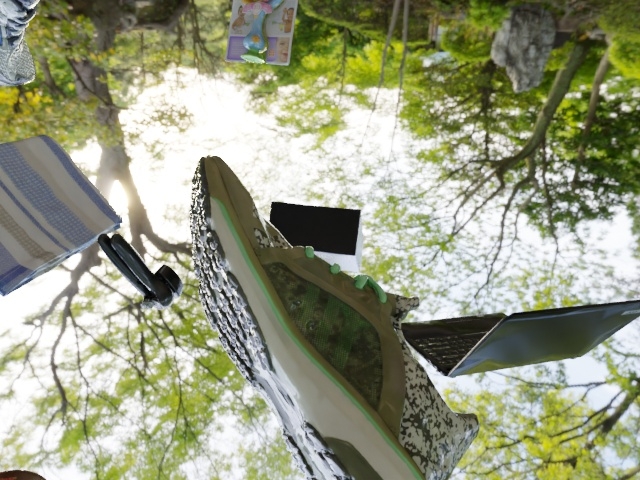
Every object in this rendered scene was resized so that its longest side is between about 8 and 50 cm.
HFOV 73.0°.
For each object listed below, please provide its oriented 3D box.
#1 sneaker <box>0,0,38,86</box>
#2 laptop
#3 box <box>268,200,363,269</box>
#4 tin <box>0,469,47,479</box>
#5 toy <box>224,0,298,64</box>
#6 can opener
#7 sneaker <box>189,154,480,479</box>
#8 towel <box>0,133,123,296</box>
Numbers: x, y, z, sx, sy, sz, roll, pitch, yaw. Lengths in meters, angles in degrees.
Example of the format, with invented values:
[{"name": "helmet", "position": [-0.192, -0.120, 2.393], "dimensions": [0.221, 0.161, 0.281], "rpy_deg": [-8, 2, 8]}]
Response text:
[{"name": "sneaker", "position": [-0.200, -0.144, 0.265], "dimensions": [0.058, 0.135, 0.052], "rpy_deg": [-3, -109, -12]}, {"name": "laptop", "position": [0.267, 0.110, 0.629], "dimensions": [0.235, 0.136, 0.264], "rpy_deg": [-2, -167, -18]}, {"name": "box", "position": [0.000, 0.000, 0.972], "dimensions": [0.185, 0.103, 0.261], "rpy_deg": [4, 169, 8]}, {"name": "tin", "position": [-0.430, 0.408, 0.602], "dimensions": [0.106, 0.189, 0.040], "rpy_deg": [-6, -162, -26]}, {"name": "toy", "position": [-0.103, -0.426, 0.728], "dimensions": [0.137, 0.236, 0.056], "rpy_deg": [13, -167, 23]}, {"name": "can opener", "position": [-0.300, 0.053, 0.715], "dimensions": [0.059, 0.186, 0.073], "rpy_deg": [-11, -133, 19]}, {"name": "sneaker", "position": [0.008, 0.082, 0.439], "dimensions": [0.182, 0.158, 0.410], "rpy_deg": [-28, -98, -31]}, {"name": "towel", "position": [-0.453, -0.055, 0.668], "dimensions": [0.034, 0.209, 0.285], "rpy_deg": [-30, -165, 21]}]
